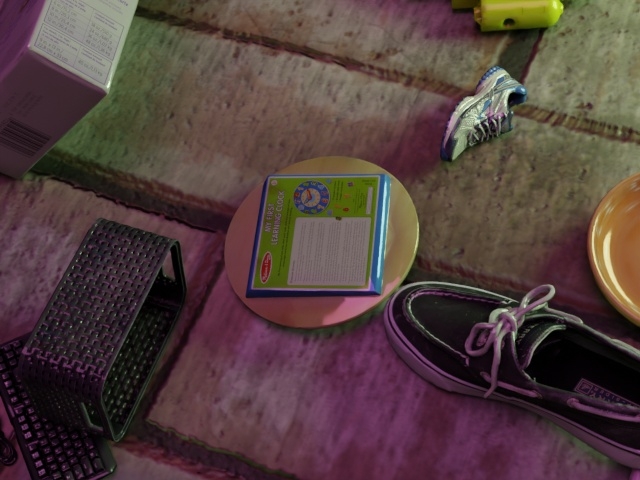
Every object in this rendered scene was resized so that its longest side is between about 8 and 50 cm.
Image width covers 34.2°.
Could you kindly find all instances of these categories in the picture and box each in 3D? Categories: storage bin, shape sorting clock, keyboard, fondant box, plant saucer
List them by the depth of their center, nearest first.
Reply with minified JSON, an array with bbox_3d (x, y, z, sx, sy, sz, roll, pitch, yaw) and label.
[{"bbox_3d":[-0.202,0.084,0.992,0.084,0.122,0.180,15,57,9],"label":"storage bin"},{"bbox_3d":[-0.280,0.173,1.017,0.108,0.023,0.180,-26,59,-9],"label":"keyboard"},{"bbox_3d":[0.365,0.015,1.032,0.200,0.037,0.199,-2,59,4],"label":"plant saucer"},{"bbox_3d":[0.000,0.000,1.078,0.206,0.040,0.206,-5,58,8],"label":"shape sorting clock"},{"bbox_3d":[-0.283,-0.261,1.154,0.096,0.238,0.330,26,57,-28],"label":"fondant box"}]

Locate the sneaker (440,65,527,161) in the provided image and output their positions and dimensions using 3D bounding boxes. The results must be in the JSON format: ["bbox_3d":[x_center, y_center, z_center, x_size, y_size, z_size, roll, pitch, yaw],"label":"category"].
[{"bbox_3d":[0.180,-0.133,1.134,0.058,0.052,0.135,32,68,18],"label":"sneaker"}]

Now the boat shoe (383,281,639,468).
[{"bbox_3d":[0.186,0.101,0.946,0.306,0.105,0.113,30,66,32],"label":"boat shoe"}]

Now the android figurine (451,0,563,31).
[{"bbox_3d":[0.240,-0.358,1.258,0.273,0.056,0.248,-3,59,5],"label":"android figurine"}]

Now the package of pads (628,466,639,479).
[{"bbox_3d":[0.305,0.203,0.929,0.050,0.032,0.083,15,62,19],"label":"package of pads"}]
